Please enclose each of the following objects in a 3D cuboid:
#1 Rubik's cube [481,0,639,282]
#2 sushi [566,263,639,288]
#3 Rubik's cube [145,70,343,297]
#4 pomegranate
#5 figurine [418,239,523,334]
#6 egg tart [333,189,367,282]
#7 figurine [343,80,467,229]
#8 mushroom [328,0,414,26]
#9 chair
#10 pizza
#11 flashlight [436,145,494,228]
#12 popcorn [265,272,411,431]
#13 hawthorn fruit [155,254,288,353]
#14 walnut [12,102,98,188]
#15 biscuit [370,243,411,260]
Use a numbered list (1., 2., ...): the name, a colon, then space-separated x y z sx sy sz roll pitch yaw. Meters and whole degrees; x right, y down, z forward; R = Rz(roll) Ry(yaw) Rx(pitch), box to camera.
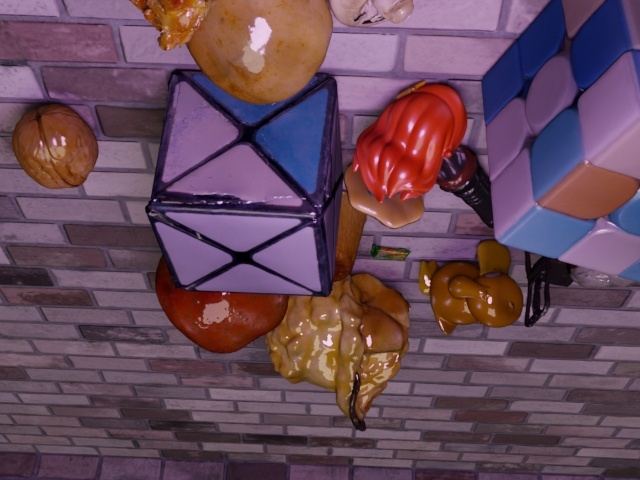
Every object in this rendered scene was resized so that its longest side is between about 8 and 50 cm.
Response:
1. Rubik's cube: 0.482 -0.174 1.307 0.345 0.346 0.346 15 145 -20
2. sushi: 0.643 -0.017 1.678 0.349 0.207 0.234 -15 151 32
3. Rubik's cube: -0.122 -0.101 1.517 0.307 0.305 0.310 3 150 4
4. pomegranate: -0.093 -0.314 1.257 0.233 0.233 0.233 2 147 1
5. figurine: 0.340 0.115 1.906 0.215 0.215 0.228 24 144 -29
6. egg tart: 0.000 0.000 1.798 0.203 0.147 0.202 0 149 0
7. figurine: 0.145 -0.143 1.520 0.208 0.180 0.257 -12 152 -20
8. mushroom: 0.083 -0.364 1.242 0.154 0.122 0.154 -30 162 -11
9. chair: 0.493 0.080 1.813 0.113 0.229 0.106 11 147 -9
10. pizza: -0.211 -0.368 1.153 0.336 0.226 0.086 9 -163 41
11. flashlight: 0.306 -0.099 1.688 0.093 0.093 0.232 -18 148 29
12. popcorn: 0.048 0.250 2.002 0.349 0.381 0.349 -12 154 -6
13. hawthorn fruit: -0.222 0.091 1.858 0.275 0.275 0.299 -17 130 28
14. walnut: -0.483 -0.168 1.578 0.144 0.144 0.180 -7 151 15
15. biscuit: 0.157 0.030 1.952 0.089 0.016 0.046 7 147 -6
